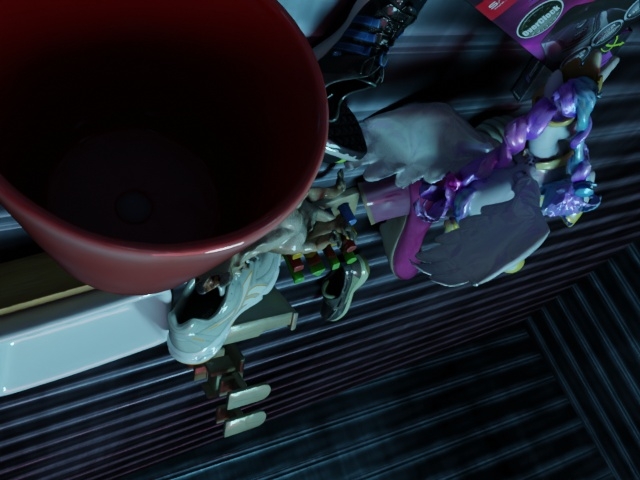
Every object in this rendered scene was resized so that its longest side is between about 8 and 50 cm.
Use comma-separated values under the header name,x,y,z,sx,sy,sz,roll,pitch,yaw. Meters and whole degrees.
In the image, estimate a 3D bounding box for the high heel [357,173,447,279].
name,x,y,z,sx,sy,sz,roll,pitch,yaw
high heel,0.199,-0.031,1.125,0.181,0.127,0.377,-18,155,9

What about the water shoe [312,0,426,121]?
name,x,y,z,sx,sy,sz,roll,pitch,yaw
water shoe,0.057,-0.209,0.651,0.072,0.080,0.203,0,150,-49

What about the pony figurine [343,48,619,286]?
name,x,y,z,sx,sy,sz,roll,pitch,yaw
pony figurine,0.246,-0.075,0.849,0.350,0.303,0.363,-28,149,-2

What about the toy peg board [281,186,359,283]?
name,x,y,z,sx,sy,sz,roll,pitch,yaw
toy peg board,0.000,0.000,1.058,0.161,0.079,0.161,-21,157,-14

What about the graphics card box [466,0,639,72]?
name,x,y,z,sx,sy,sz,roll,pitch,yaw
graphics card box,0.273,-0.324,0.629,0.232,0.094,0.370,-40,155,30

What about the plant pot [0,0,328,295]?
name,x,y,z,sx,sy,sz,roll,pitch,yaw
plant pot,-0.158,-0.074,0.524,0.274,0.275,0.243,-15,165,-25

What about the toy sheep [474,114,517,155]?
name,x,y,z,sx,sy,sz,roll,pitch,yaw
toy sheep,0.300,-0.170,1.006,0.132,0.091,0.091,-36,159,-12

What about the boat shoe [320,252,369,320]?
name,x,y,z,sx,sy,sz,roll,pitch,yaw
boat shoe,0.036,0.110,1.343,0.073,0.080,0.224,-5,145,-30

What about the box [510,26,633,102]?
name,x,y,z,sx,sy,sz,roll,pitch,yaw
box,0.394,-0.280,0.934,0.162,0.029,0.116,-17,156,-18

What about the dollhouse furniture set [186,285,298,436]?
name,x,y,z,sx,sy,sz,roll,pitch,yaw
dollhouse furniture set,-0.158,0.231,1.230,0.160,0.212,0.242,-9,125,-32

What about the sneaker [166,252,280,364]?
name,x,y,z,sx,sy,sz,roll,pitch,yaw
sneaker,-0.138,0.061,0.902,0.262,0.099,0.121,-59,168,-31

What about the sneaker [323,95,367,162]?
name,x,y,z,sx,sy,sz,roll,pitch,yaw
sneaker,-0.044,-0.136,0.742,0.234,0.084,0.097,6,155,-43

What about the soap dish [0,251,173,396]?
name,x,y,z,sx,sy,sz,roll,pitch,yaw
soap dish,-0.360,0.101,0.845,0.290,0.118,0.229,-16,155,-22

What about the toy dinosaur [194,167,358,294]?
name,x,y,z,sx,sy,sz,roll,pitch,yaw
toy dinosaur,-0.066,-0.026,0.887,0.200,0.127,0.295,-17,-178,23
